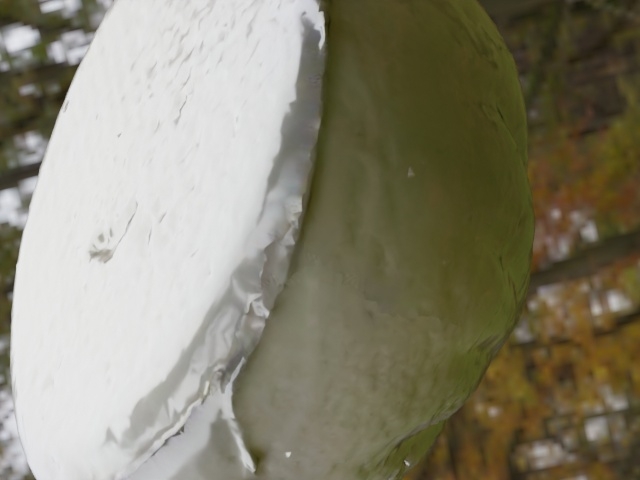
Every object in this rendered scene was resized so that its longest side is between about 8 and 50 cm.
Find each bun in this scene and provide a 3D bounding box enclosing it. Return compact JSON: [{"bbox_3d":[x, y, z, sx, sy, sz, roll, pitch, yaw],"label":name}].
[{"bbox_3d":[0.000,0.000,0.407,0.094,0.138,0.138,17,-127,-29],"label":"bun"}]
